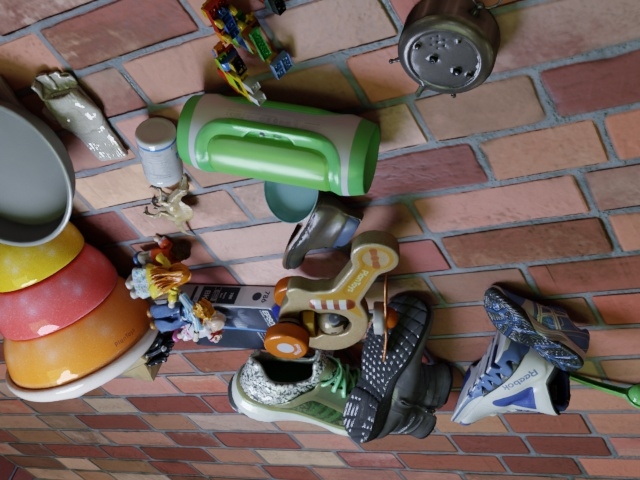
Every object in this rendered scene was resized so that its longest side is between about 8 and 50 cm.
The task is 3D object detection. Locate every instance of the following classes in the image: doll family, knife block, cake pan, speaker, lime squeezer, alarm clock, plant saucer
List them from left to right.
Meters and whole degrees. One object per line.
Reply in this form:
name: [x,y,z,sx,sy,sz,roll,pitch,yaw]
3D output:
cake pan: [-0.564,-0.126,1.504,0.293,0.054,0.293,8,124,12]
knife block: [-0.473,0.235,2.031,0.276,0.088,0.242,9,142,15]
doll family: [-0.293,0.121,1.710,0.163,0.118,0.263,-14,109,33]
speaker: [-0.064,-0.149,1.300,0.297,0.131,0.131,11,143,12]
plant saucer: [-0.044,-0.088,1.410,0.119,0.119,0.021,-14,175,38]
alarm clock: [0.175,-0.263,1.095,0.129,0.064,0.192,26,141,-8]
lime squeezer: [0.626,0.282,1.596,0.310,0.059,0.110,-13,134,38]

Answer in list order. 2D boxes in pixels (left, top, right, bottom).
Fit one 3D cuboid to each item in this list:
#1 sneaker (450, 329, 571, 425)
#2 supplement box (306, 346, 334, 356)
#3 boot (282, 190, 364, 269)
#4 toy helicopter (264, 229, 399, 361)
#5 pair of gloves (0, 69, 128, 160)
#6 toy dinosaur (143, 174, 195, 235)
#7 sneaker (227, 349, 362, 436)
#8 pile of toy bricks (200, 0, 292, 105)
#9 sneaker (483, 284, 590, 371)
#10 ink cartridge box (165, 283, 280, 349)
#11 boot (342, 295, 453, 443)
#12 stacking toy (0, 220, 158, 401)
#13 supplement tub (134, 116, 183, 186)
sneaker: [0.385,0.299,1.664,0.182,0.127,0.315,25,143,3]
supplement box: [-0.022,0.251,1.880,0.062,0.036,0.098,33,142,-19]
boot: [0.000,0.000,1.503,0.106,0.082,0.219,23,143,1]
toy helicopter: [0.058,0.103,1.517,0.235,0.140,0.355,20,140,-12]
pair of gloves: [-0.479,-0.208,1.492,0.240,0.042,0.204,1,140,23]
toy dinosaur: [-0.281,-0.054,1.589,0.093,0.053,0.183,15,144,4]
sneaker: [0.014,0.306,1.788,0.410,0.158,0.182,4,142,-9]
pile of toy bricks: [-0.118,-0.296,1.173,0.105,0.118,0.212,37,169,25]
sneaker: [0.389,0.147,1.521,0.211,0.081,0.080,37,146,7]
ink cartridge box: [-0.152,0.167,1.811,0.333,0.065,0.165,-1,139,26]
boot: [0.188,0.257,1.712,0.223,0.118,0.338,4,119,-40]
stacking toy: [-0.569,0.055,1.737,0.351,0.350,0.480,-4,119,30]
supplement tub: [-0.275,-0.151,1.444,0.071,0.071,0.107,13,145,10]
